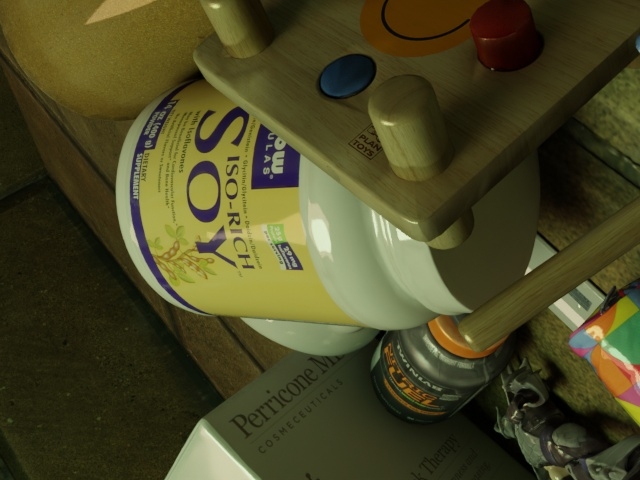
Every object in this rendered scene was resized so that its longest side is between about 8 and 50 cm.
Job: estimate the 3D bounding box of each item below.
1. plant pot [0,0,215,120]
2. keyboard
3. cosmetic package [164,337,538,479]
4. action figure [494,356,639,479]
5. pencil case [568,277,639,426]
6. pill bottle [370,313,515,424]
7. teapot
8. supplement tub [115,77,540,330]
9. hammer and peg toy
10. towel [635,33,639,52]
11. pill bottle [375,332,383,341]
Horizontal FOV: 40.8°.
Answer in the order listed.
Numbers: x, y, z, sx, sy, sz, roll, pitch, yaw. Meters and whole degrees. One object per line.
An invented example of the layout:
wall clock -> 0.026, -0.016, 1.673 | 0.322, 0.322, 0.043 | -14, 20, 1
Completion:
plant pot -> -0.154, -0.252, 0.839 | 0.254, 0.237, 0.237 | -3, 119, 51
keyboard -> 0.245, 0.058, 0.821 | 0.256, 0.014, 0.072 | 47, 152, 26
cosmetic package -> 0.026, 0.379, 1.095 | 0.393, 0.329, 0.327 | 41, 126, 14
action figure -> 0.262, 0.221, 0.898 | 0.185, 0.099, 0.285 | 58, 164, -15
pencil case -> 0.300, 0.130, 0.674 | 0.236, 0.104, 0.104 | 52, 159, 15
pill bottle -> 0.140, 0.119, 0.977 | 0.130, 0.130, 0.246 | 52, 159, 16
teapot -> 0.000, 0.000, 1.055 | 0.256, 0.252, 0.187 | 31, 116, 8
supplement tub -> 0.003, -0.043, 0.783 | 0.331, 0.241, 0.241 | 0, 123, 39
hammer and peg toy -> 0.100, -0.115, 0.532 | 0.361, 0.266, 0.127 | 42, 168, 39
towel -> 0.284, -0.056, 0.311 | 0.284, 0.034, 0.209 | 26, 165, -4
pill bottle -> 0.082, 0.214, 1.278 | 0.187, 0.112, 0.112 | 50, 159, 20
